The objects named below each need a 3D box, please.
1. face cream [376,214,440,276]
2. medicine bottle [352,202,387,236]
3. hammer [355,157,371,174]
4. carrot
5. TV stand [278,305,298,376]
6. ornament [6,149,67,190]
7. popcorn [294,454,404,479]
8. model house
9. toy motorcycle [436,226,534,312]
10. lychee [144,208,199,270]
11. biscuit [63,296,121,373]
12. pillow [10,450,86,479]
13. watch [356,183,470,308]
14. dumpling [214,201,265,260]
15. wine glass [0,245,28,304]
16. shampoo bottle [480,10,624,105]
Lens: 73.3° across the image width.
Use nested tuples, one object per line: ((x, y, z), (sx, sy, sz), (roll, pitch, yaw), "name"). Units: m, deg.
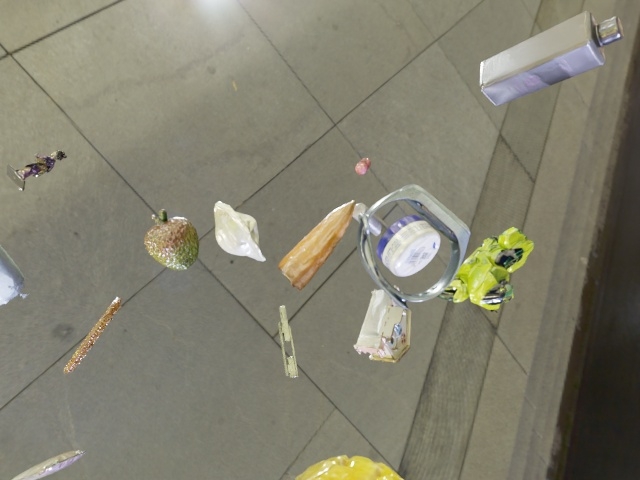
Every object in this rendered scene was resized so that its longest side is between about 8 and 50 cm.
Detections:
((0.304, 0.023, 1.468), (0.206, 0.205, 0.111), (-19, 49, -28), "face cream")
((0.182, -0.052, 1.430), (0.199, 0.058, 0.057), (34, 67, -39), "medicine bottle")
((0.141, -0.247, 1.431), (0.043, 0.043, 0.083), (50, 33, -10), "hammer")
((0.000, 0.000, 0.838), (0.072, 0.072, 0.205), (39, 90, -16), "carrot")
((-0.118, 0.354, 1.512), (0.042, 0.036, 0.249), (-8, 73, -10), "TV stand")
((-1.042, -0.281, 1.584), (0.081, 0.088, 0.203), (45, 52, -14), "ornament")
((0.063, 0.631, 0.869), (0.344, 0.390, 0.354), (4, 45, -56), "popcorn")
((0.292, 0.387, 1.803), (0.244, 0.169, 0.326), (62, 38, -36), "model house")
((0.512, 0.088, 1.289), (0.342, 0.206, 0.142), (-36, 132, -26), "toy motorcycle")
((-0.335, -0.001, 0.972), (0.114, 0.114, 0.146), (-36, 112, -27), "lychee")
((-0.810, 0.338, 1.543), (0.038, 0.305, 0.305), (36, 68, -17), "biscuit")
((-0.748, 0.617, 1.159), (0.131, 0.233, 0.038), (0, 64, -65), "pillow")
((0.159, 0.008, 0.789), (0.206, 0.068, 0.193), (40, 90, -4), "watch")
((-0.248, -0.021, 1.339), (0.126, 0.167, 0.215), (-17, 104, -35), "dumpling")
((-0.368, -0.019, 0.400), (0.074, 0.262, 0.074), (-1, 52, 1), "wine glass")
((0.442, -0.354, 0.840), (0.080, 0.246, 0.079), (24, 66, -36), "shampoo bottle")
